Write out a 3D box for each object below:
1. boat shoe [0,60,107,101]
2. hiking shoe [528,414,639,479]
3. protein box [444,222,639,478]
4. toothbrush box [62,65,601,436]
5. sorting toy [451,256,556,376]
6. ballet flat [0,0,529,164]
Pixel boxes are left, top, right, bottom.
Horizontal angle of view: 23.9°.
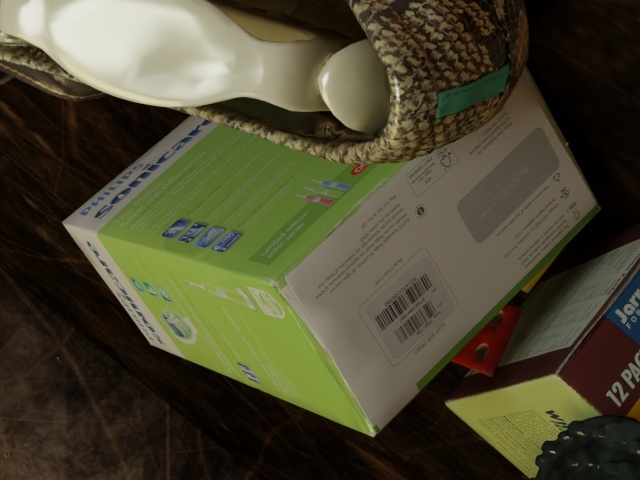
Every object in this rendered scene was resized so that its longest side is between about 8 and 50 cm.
[{"bbox_3d":[-0.268,-0.180,1.194,0.355,0.132,0.130,36,125,38],"label":"boat shoe"},{"bbox_3d":[0.175,0.175,0.838,0.132,0.113,0.304,10,157,-7],"label":"hiking shoe"},{"bbox_3d":[0.219,0.106,0.935,0.200,0.136,0.201,41,164,-3],"label":"protein box"},{"bbox_3d":[-0.003,-0.016,0.956,0.283,0.206,0.122,13,141,55],"label":"toothbrush box"},{"bbox_3d":[0.079,0.019,1.042,0.046,0.132,0.274,28,171,-31],"label":"sorting toy"},{"bbox_3d":[-0.130,-0.149,0.822,0.483,0.182,0.164,19,120,23],"label":"ballet flat"}]
